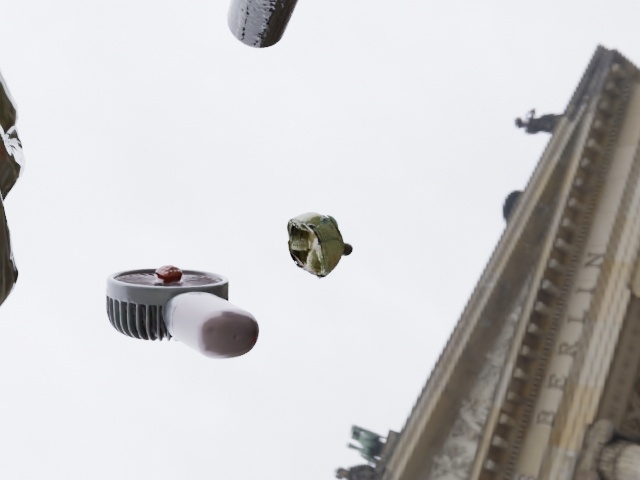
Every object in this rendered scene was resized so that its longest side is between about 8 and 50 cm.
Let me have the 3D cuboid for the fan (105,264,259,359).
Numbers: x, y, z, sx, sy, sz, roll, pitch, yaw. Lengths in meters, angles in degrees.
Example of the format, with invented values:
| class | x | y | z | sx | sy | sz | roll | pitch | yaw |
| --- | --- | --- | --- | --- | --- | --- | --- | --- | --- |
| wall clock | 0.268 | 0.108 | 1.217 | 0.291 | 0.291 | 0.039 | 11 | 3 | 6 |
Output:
| class | x | y | z | sx | sy | sz | roll | pitch | yaw |
| --- | --- | --- | --- | --- | --- | --- | --- | --- | --- |
| fan | -0.134 | 0.070 | 0.915 | 0.130 | 0.244 | 0.074 | -1 | -83 | -31 |

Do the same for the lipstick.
| class | x | y | z | sx | sy | sz | roll | pitch | yaw |
| --- | --- | --- | --- | --- | --- | --- | --- | --- | --- |
| lipstick | -0.040 | -0.316 | 0.961 | 0.081 | 0.300 | 0.081 | 6 | -114 | -14 |

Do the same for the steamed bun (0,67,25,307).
| class | x | y | z | sx | sy | sz | roll | pitch | yaw |
| --- | --- | --- | --- | --- | --- | --- | --- | --- | --- |
| steamed bun | -0.273 | -0.046 | 0.415 | 0.255 | 0.367 | 0.343 | -19 | -86 | -17 |

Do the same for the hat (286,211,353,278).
| class | x | y | z | sx | sy | sz | roll | pitch | yaw |
| --- | --- | --- | --- | --- | --- | --- | --- | --- | --- |
| hat | 0.000 | 0.001 | 1.105 | 0.059 | 0.077 | 0.076 | -26 | -59 | -25 |
